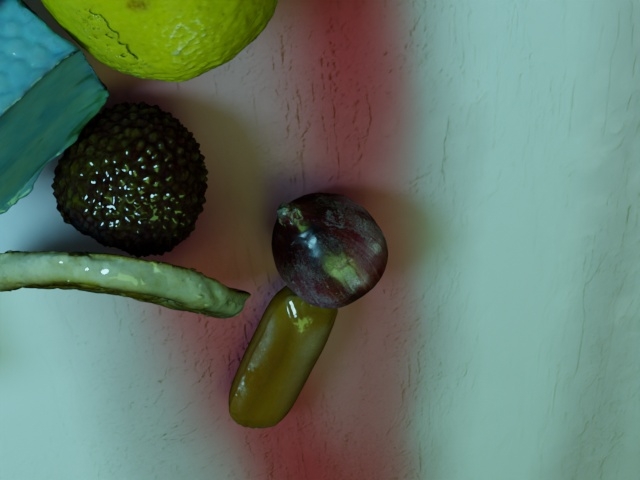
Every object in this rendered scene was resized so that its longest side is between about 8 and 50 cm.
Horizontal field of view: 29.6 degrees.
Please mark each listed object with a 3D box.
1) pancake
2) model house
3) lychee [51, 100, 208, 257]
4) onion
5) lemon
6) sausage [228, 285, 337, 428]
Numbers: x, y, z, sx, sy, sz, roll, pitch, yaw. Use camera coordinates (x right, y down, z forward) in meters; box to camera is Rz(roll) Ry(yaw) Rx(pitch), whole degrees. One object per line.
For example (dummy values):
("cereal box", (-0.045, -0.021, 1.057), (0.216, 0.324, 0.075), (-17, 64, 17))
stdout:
("pancake", (-0.253, 0.050, 1.476), (0.356, 0.356, 0.065), (10, 87, -33))
("model house", (-0.397, -0.157, 1.248), (0.261, 0.241, 0.226), (-45, 177, -6))
("lychee", (-0.220, -0.074, 1.444), (0.188, 0.188, 0.188), (-14, 135, -14))
("onion", (0.000, 0.000, 1.633), (0.159, 0.159, 0.195), (-35, 133, 9))
("lemon", (-0.164, -0.298, 1.189), (0.258, 0.258, 0.310), (-27, 150, 0))
("sausage", (-0.060, 0.176, 1.811), (0.105, 0.105, 0.274), (5, 129, -29))
